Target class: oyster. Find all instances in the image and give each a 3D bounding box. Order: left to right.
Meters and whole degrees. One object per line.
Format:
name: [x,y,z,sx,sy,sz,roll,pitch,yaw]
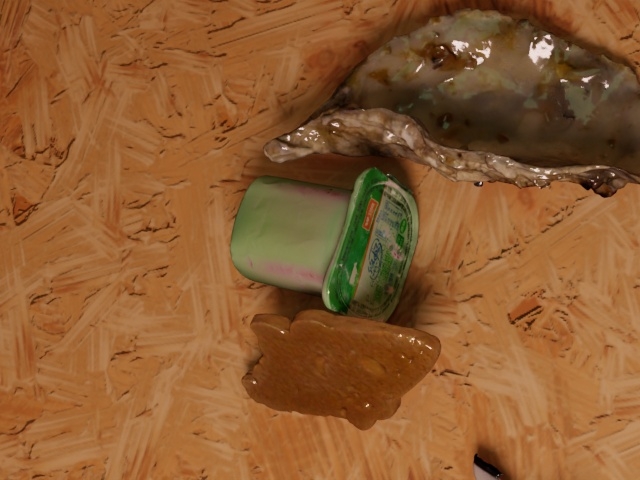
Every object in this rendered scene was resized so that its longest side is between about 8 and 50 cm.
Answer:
oyster: [0.154,-0.133,1.280,0.396,0.111,0.204,10,55,18]

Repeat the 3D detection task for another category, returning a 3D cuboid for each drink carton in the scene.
drink carton: [0.000,0.000,1.280,0.142,0.144,0.146,10,79,32]

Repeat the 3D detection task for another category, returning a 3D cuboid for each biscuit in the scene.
biscuit: [0.018,0.120,1.231,0.250,0.162,0.035,-16,36,43]

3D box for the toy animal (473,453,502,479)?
toy animal: [0.200,0.268,1.151,0.127,0.181,0.131,40,96,-17]
